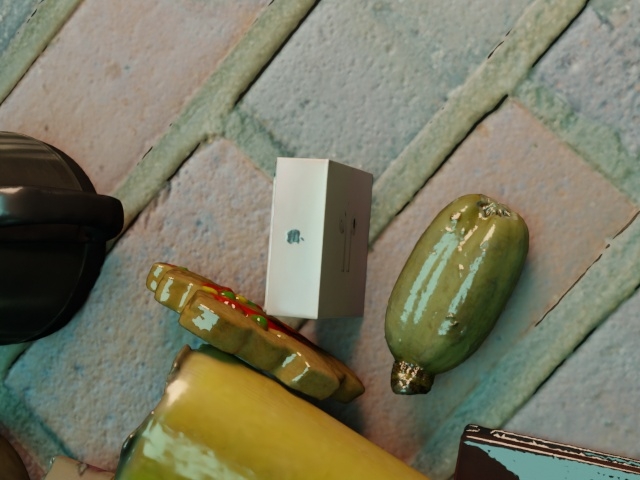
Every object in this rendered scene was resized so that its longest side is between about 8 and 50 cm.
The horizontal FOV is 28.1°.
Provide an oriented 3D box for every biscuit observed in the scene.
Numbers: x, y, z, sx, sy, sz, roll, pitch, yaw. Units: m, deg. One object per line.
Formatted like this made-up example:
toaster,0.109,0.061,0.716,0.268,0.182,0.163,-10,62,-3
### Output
biscuit,-0.070,0.067,1.093,0.239,0.212,0.041,31,92,45

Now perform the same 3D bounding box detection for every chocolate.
chocolate,0.045,0.254,1.017,0.445,0.162,0.162,31,98,1

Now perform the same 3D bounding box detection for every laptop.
laptop,0.207,0.248,1.063,0.207,0.026,0.154,10,93,21

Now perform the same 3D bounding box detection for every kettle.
kettle,-0.326,0.003,1.131,0.251,0.271,0.207,28,97,20

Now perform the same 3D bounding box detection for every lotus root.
lotus root,0.108,0.048,1.076,0.090,0.077,0.183,27,94,26

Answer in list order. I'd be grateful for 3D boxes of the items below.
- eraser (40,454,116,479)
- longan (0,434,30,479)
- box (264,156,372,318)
eraser,-0.132,0.313,1.143,0.290,0.087,0.171,15,88,19
longan,-0.352,0.259,1.193,0.167,0.167,0.187,10,112,20
box,0.000,0.000,1.089,0.051,0.130,0.129,4,89,18
